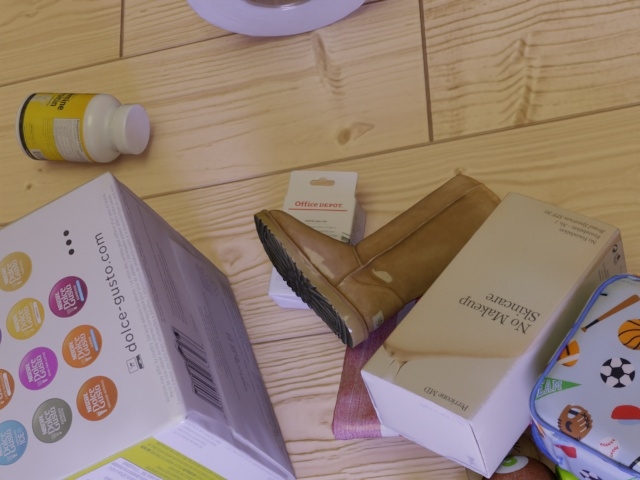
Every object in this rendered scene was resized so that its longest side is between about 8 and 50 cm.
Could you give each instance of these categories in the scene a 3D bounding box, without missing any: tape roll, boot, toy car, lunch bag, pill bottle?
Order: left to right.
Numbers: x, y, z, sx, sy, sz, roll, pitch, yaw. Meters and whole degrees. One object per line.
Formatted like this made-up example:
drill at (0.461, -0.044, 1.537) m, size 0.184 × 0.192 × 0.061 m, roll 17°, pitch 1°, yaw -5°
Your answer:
pill bottle at (-0.351, -0.167, 1.896) m, size 0.184 × 0.103 × 0.103 m, roll 3°, pitch 69°, yaw 22°
tape roll at (-0.057, -0.406, 1.785) m, size 0.286 × 0.286 × 0.100 m, roll -15°, pitch 63°, yaw 14°
boot at (0.084, -0.007, 1.632) m, size 0.269 × 0.089 × 0.236 m, roll -32°, pitch 65°, yaw -19°
toy car at (0.213, 0.259, 1.489) m, size 0.155 × 0.149 × 0.188 m, roll -17°, pitch 50°, yaw 0°
lunch bag at (0.391, 0.178, 1.349) m, size 0.303 × 0.115 × 0.243 m, roll 28°, pitch 67°, yaw 27°

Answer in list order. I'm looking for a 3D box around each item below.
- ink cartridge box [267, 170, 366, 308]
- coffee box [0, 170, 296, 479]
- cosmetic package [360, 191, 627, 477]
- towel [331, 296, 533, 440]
ink cartridge box at (0.000, 0.000, 1.716) m, size 0.104 × 0.060 × 0.180 m, roll 3°, pitch 69°, yaw 20°
coffee box at (-0.281, 0.187, 1.583) m, size 0.334 × 0.338 × 0.338 m, roll -26°, pitch 61°, yaw 9°
cosmetic package at (0.207, 0.100, 1.472) m, size 0.160 × 0.113 × 0.309 m, roll 21°, pitch 56°, yaw 36°
towel at (0.184, 0.133, 1.553) m, size 0.328 × 0.037 × 0.237 m, roll -7°, pitch 43°, yaw 18°
